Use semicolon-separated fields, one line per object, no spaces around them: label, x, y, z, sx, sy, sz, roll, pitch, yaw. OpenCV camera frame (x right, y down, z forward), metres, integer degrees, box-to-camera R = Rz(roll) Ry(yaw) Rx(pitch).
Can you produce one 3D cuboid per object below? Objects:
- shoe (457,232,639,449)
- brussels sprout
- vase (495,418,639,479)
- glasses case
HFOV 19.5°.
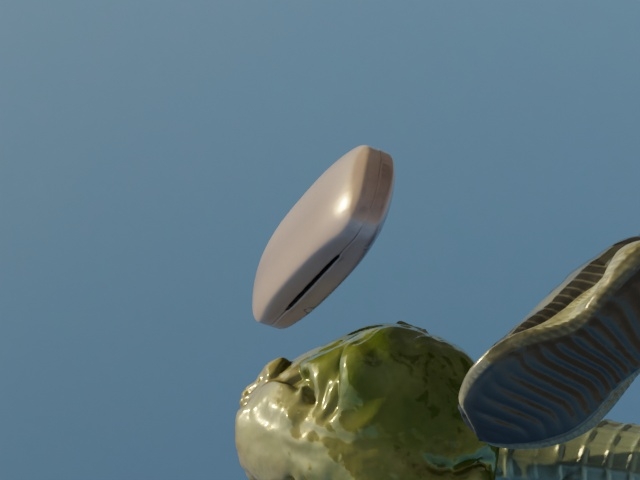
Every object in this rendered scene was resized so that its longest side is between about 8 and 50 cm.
shoe;0.207;0.072;1.458;0.099;0.227;0.112;49;-166;-11
brussels sprout;0.058;0.236;2.033;0.273;0.317;0.242;62;-149;-9
vase;0.328;0.253;2.107;0.299;0.143;0.143;6;-161;36
glasses case;0.000;0.000;2.011;0.075;0.297;0.113;21;-123;-14
